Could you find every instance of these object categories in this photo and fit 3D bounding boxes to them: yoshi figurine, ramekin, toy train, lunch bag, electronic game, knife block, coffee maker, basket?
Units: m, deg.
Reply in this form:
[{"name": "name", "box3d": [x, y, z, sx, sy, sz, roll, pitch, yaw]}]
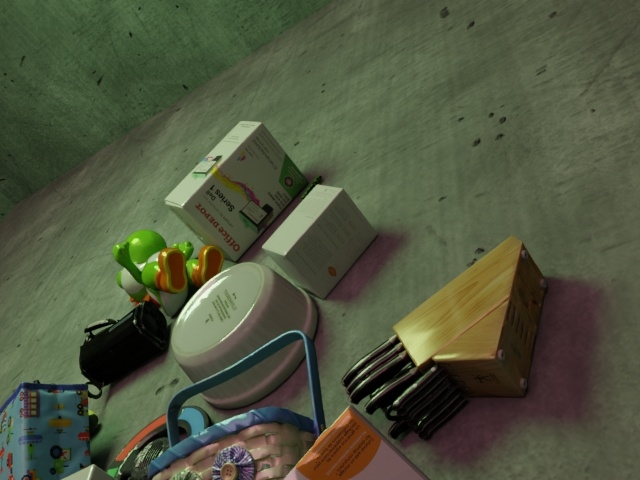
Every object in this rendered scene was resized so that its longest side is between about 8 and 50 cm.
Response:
[{"name": "yoshi figurine", "box3d": [-0.395, 0.045, 1.509, 0.362, 0.203, 0.203, -7, 38, 49]}, {"name": "ramekin", "box3d": [-0.151, 0.160, 1.134, 0.273, 0.127, 0.273, -29, 31, 20]}, {"name": "toy train", "box3d": [-0.024, -0.124, 1.487, 0.083, 0.017, 0.024, -54, 23, -23]}, {"name": "lunch bag", "box3d": [-0.581, 0.428, 1.204, 0.293, 0.138, 0.220, -31, 60, 32]}, {"name": "electronic game", "box3d": [-0.280, 0.372, 1.047, 0.229, 0.048, 0.229, -29, 23, 14]}, {"name": "knife block", "box3d": [0.162, 0.134, 0.852, 0.242, 0.088, 0.275, -10, 42, 40]}, {"name": "coffee maker", "box3d": [-0.433, 0.242, 1.380, 0.178, 0.120, 0.171, -33, 53, 14]}, {"name": "basket", "box3d": [-0.095, 0.283, 0.827, 0.255, 0.201, 0.289, -33, 40, 15]}]

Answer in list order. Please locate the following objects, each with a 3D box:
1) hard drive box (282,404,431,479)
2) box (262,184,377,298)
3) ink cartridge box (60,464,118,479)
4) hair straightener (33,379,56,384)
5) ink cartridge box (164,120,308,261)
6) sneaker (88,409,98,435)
[{"name": "hard drive box", "box3d": [0.058, 0.312, 0.611, 0.232, 0.089, 0.181, 39, 78, 21]}, {"name": "box", "box3d": [0.000, 0.000, 1.176, 0.170, 0.130, 0.091, -49, 31, -16]}, {"name": "ink cartridge box", "box3d": [-0.335, 0.490, 0.823, 0.197, 0.198, 0.270, -30, 31, 17]}, {"name": "hair straightener", "box3d": [-0.723, 0.399, 1.556, 0.230, 0.047, 0.089, -27, 32, 30]}, {"name": "ink cartridge box", "box3d": [-0.198, -0.118, 1.487, 0.278, 0.201, 0.117, -49, 33, -15]}, {"name": "sneaker", "box3d": [-0.558, 0.386, 1.344, 0.209, 0.081, 0.094, -13, 18, 23]}]
